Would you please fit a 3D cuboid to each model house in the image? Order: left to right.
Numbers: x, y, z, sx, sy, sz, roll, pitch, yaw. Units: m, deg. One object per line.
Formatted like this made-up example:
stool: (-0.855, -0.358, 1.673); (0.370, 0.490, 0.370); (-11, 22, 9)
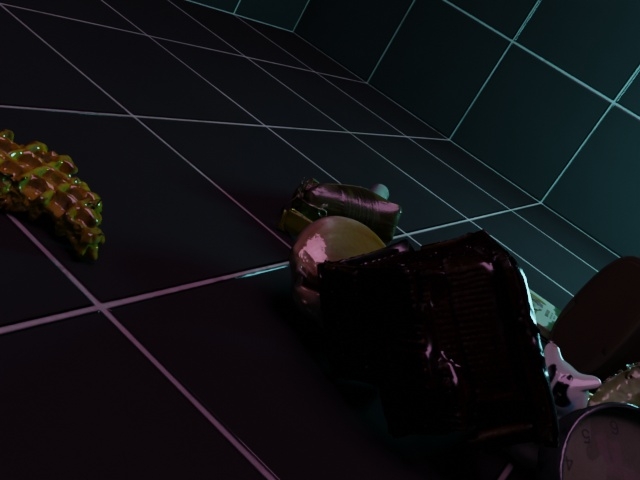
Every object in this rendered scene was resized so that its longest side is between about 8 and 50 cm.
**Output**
model house: (0.148, 0.146, 1.024); (0.282, 0.317, 0.297); (-11, -5, 3)

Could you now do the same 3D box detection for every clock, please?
clock: (0.415, 0.354, 0.941); (0.281, 0.055, 0.280); (11, 59, -18)

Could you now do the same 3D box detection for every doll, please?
doll: (0.333, 0.259, 1.073); (0.110, 0.180, 0.107); (36, 34, 27)

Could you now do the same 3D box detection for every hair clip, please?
hair clip: (0.000, 0.000, 1.355); (0.173, 0.072, 0.046); (28, 22, 18)

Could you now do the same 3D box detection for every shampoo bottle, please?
shampoo bottle: (0.144, -0.113, 1.800); (0.056, 0.056, 0.195); (32, 22, 2)

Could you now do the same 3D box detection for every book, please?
book: (0.526, 0.176, 1.708); (0.264, 0.027, 0.202); (37, 21, 14)

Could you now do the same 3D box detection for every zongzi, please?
zongzi: (0.019, -0.081, 1.535); (0.248, 0.111, 0.241); (13, 9, -25)

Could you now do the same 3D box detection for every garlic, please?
garlic: (0.029, 0.065, 1.147); (0.228, 0.110, 0.217); (25, 54, -32)

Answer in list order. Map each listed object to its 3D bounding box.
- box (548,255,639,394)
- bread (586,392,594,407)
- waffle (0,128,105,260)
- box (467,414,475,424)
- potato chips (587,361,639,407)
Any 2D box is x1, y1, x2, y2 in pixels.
box: (0.649, 0.213, 1.459); (0.216, 0.301, 0.301); (36, 20, -8)
bread: (0.473, 0.335, 1.177); (0.236, 0.106, 0.140); (20, 23, -27)
waffle: (-0.434, -0.087, 0.961); (0.293, 0.069, 0.260); (15, 27, -38)
box: (0.228, 0.172, 1.243); (0.198, 0.084, 0.310); (4, 34, -48)
potato chips: (0.571, 0.351, 1.110); (0.429, 0.070, 0.358); (-18, 85, -37)
